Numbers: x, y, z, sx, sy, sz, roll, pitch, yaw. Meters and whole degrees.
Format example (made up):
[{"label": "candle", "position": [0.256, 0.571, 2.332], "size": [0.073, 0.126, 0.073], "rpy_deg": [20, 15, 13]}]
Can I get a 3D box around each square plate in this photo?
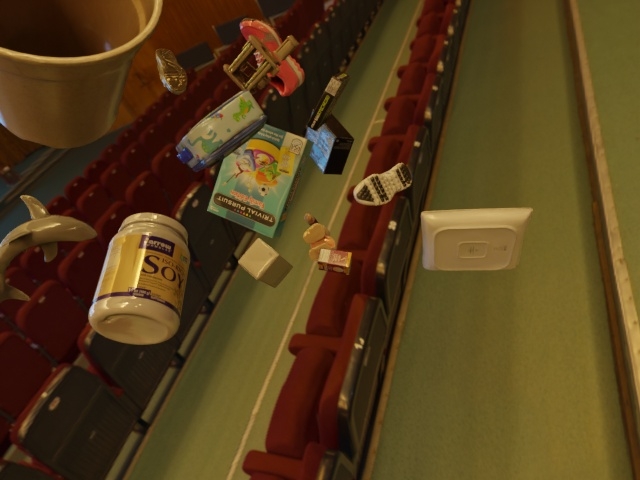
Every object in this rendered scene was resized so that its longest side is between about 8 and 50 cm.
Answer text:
[{"label": "square plate", "position": [0.525, 0.015, 1.588], "size": [0.343, 0.347, 0.049], "rpy_deg": [-1, 55, 13]}]

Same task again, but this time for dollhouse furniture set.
[{"label": "dollhouse furniture set", "position": [-0.145, -0.493, 1.211], "size": [0.182, 0.101, 0.161], "rpy_deg": [-39, 14, 25]}]

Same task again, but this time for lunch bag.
[{"label": "lunch bag", "position": [-0.214, -0.220, 0.965], "size": [0.176, 0.090, 0.219], "rpy_deg": [-41, 17, -17]}]

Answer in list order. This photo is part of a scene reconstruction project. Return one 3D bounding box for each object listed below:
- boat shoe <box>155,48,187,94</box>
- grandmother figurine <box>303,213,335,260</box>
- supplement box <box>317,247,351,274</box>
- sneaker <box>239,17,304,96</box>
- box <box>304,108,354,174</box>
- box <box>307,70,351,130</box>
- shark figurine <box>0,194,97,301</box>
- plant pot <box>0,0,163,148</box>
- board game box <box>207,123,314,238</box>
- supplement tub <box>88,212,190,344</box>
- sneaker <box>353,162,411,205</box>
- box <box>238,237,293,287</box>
[{"label": "boat shoe", "position": [-0.360, -0.397, 1.103], "size": [0.056, 0.048, 0.153], "rpy_deg": [-15, 61, -31]}, {"label": "grandmother figurine", "position": [0.000, 0.000, 1.628], "size": [0.103, 0.208, 0.342], "rpy_deg": [-10, 7, 3]}, {"label": "supplement box", "position": [0.038, 0.054, 1.193], "size": [0.083, 0.055, 0.043], "rpy_deg": [9, 64, 10]}, {"label": "sneaker", "position": [-0.187, -0.671, 1.698], "size": [0.115, 0.314, 0.136], "rpy_deg": [-7, 47, 48]}, {"label": "box", "position": [0.029, -0.440, 2.050], "size": [0.103, 0.184, 0.261], "rpy_deg": [0, 40, -30]}, {"label": "box", "position": [0.031, -0.488, 1.604], "size": [0.191, 0.045, 0.184], "rpy_deg": [-58, 4, 29]}, {"label": "shark figurine", "position": [-0.631, 0.023, 0.955], "size": [0.278, 0.166, 0.116], "rpy_deg": [-41, 13, 6]}, {"label": "plant pot", "position": [-0.463, -0.333, 0.790], "size": [0.334, 0.333, 0.305], "rpy_deg": [-58, 8, -32]}, {"label": "board game box", "position": [-0.200, -0.209, 1.512], "size": [0.253, 0.079, 0.336], "rpy_deg": [22, 100, 13]}, {"label": "supplement tub", "position": [-0.516, 0.110, 1.349], "size": [0.240, 0.241, 0.332], "rpy_deg": [-16, 52, 18]}, {"label": "sneaker", "position": [0.203, -0.183, 1.615], "size": [0.118, 0.110, 0.292], "rpy_deg": [-17, 7, 46]}, {"label": "box", "position": [-0.183, 0.085, 1.588], "size": [0.094, 0.275, 0.113], "rpy_deg": [39, 84, 13]}]
